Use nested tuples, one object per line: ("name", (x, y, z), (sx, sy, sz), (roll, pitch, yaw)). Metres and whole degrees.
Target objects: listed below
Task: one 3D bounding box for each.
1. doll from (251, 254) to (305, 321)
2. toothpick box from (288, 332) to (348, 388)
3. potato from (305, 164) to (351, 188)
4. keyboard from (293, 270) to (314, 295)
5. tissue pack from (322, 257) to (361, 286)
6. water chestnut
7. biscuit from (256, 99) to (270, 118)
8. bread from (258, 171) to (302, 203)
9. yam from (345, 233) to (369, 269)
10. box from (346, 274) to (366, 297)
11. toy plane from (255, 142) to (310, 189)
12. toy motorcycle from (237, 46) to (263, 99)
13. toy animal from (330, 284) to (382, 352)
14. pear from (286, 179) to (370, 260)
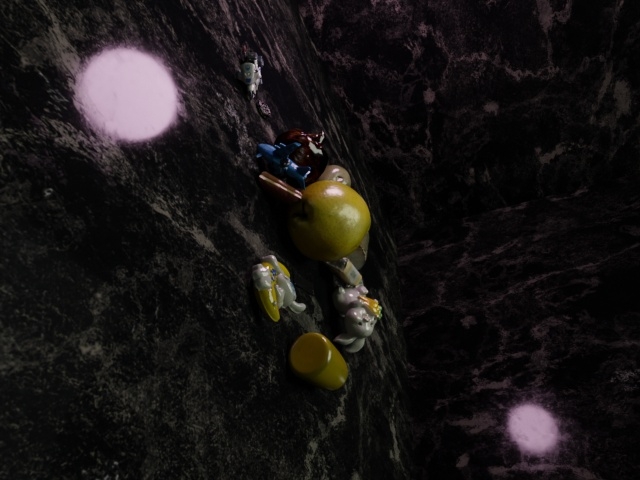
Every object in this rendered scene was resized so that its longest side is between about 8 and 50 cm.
("doll", (-0.153, 0.173, 1.440), (0.252, 0.111, 0.237), (65, 19, 0))
("toothpick box", (0.004, 0.481, 1.553), (0.271, 0.175, 0.174), (56, 27, -49))
("potato", (0.034, -0.265, 2.061), (0.326, 0.221, 0.242), (-174, -85, -74))
("keyboard", (-0.074, 0.195, 1.789), (0.198, 0.010, 0.063), (43, 35, -56))
("tissue pack", (0.103, 0.137, 2.082), (0.090, 0.186, 0.222), (-51, 141, -10))
("water chestnut", (-0.081, -0.382, 1.845), (0.289, 0.245, 0.288), (-14, 90, -78))
("biscuit", (-0.263, -0.604, 1.842), (0.087, 0.027, 0.089), (-80, 148, -49))
("bread", (-0.171, -0.209, 1.673), (0.067, 0.193, 0.119), (-62, -173, -13))
("yam", (0.214, 0.045, 2.461), (0.304, 0.168, 0.167), (-67, 138, -61))
("box", (0.222, 0.338, 2.396), (0.168, 0.071, 0.259), (5, 69, -70))
("toy plane", (-0.162, -0.323, 1.676), (0.105, 0.271, 0.254), (-51, 167, -40))
("toy motorcycle", (-0.300, -0.735, 1.749), (0.150, 0.102, 0.221), (83, 6, -61))
("toy animal", (0.166, 0.376, 2.002), (0.183, 0.247, 0.309), (25, 35, -44))
("pear", (0.037, -0.085, 1.796), (0.419, 0.363, 0.362), (3, 72, -52))
